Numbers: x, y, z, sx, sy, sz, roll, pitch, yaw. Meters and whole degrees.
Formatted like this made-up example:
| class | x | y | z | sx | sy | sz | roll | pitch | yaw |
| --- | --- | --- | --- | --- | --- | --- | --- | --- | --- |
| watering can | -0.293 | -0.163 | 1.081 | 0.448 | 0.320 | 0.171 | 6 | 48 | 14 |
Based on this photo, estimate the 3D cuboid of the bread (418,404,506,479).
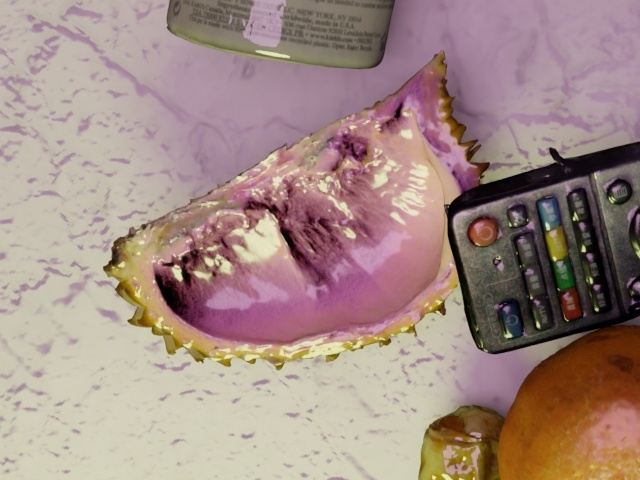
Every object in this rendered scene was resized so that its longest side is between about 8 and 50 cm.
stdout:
| class | x | y | z | sx | sy | sz | roll | pitch | yaw |
| --- | --- | --- | --- | --- | --- | --- | --- | --- | --- |
| bread | 0.131 | 0.317 | 1.546 | 0.077 | 0.084 | 0.368 | 6 | 103 | 52 |

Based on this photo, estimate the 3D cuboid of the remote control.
| class | x | y | z | sx | sy | sz | roll | pitch | yaw |
| --- | --- | --- | --- | --- | --- | --- | --- | --- | --- |
| remote control | 0.292 | -0.030 | 1.428 | 0.398 | 0.062 | 0.145 | -15 | 104 | -1 |

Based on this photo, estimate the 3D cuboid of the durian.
| class | x | y | z | sx | sy | sz | roll | pitch | yaw |
| --- | --- | --- | --- | --- | --- | --- | --- | --- | --- |
| durian | -0.001 | 0.001 | 1.518 | 0.341 | 0.112 | 0.191 | -30 | 104 | 15 |

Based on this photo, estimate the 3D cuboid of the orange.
| class | x | y | z | sx | sy | sz | roll | pitch | yaw |
| --- | --- | --- | --- | --- | --- | --- | --- | --- | --- |
| orange | 0.244 | 0.175 | 1.456 | 0.224 | 0.170 | 0.224 | 3 | 107 | 8 |

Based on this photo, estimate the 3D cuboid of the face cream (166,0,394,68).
| class | x | y | z | sx | sy | sz | roll | pitch | yaw |
| --- | --- | --- | --- | --- | --- | --- | --- | --- | --- |
| face cream | -0.024 | -0.221 | 1.460 | 0.177 | 0.177 | 0.153 | 14 | 102 | 10 |
